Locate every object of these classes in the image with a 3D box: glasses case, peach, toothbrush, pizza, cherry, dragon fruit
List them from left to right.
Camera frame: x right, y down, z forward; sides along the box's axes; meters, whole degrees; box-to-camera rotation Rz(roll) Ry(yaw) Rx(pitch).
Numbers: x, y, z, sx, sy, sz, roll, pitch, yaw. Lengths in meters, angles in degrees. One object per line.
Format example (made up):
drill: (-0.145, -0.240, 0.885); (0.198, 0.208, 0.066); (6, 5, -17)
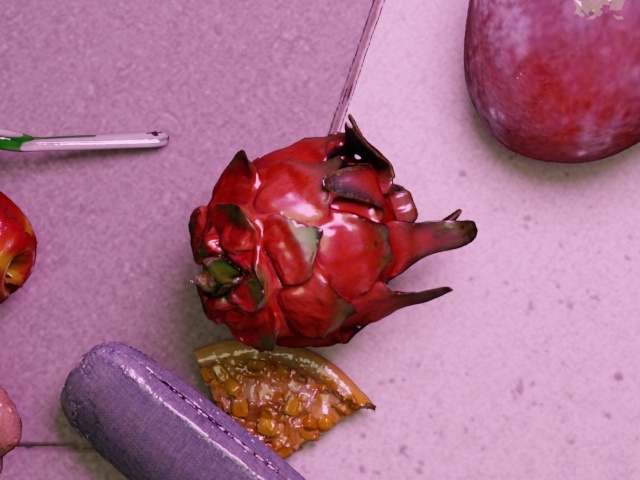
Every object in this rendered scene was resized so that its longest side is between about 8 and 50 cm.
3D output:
peach: (-0.334, -0.020, 1.293); (0.172, 0.127, 0.092); (42, 81, 1)
toothbrush: (-0.291, -0.097, 1.317); (0.304, 0.030, 0.030); (-2, 81, -18)
glasses case: (-0.115, 0.202, 1.280); (0.282, 0.067, 0.109); (36, 124, 3)
pizza: (-0.048, 0.157, 1.319); (0.178, 0.041, 0.131); (28, 84, 3)
dragon fruit: (0.000, 0.000, 1.272); (0.274, 0.193, 0.192); (-17, 85, -28)
cherry: (0.253, -0.207, 1.294); (0.236, 0.213, 0.285); (36, 92, 13)

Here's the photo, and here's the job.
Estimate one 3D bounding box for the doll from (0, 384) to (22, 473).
doll: (-0.401, 0.101, 1.237); (0.303, 0.201, 0.156); (45, 39, 12)
